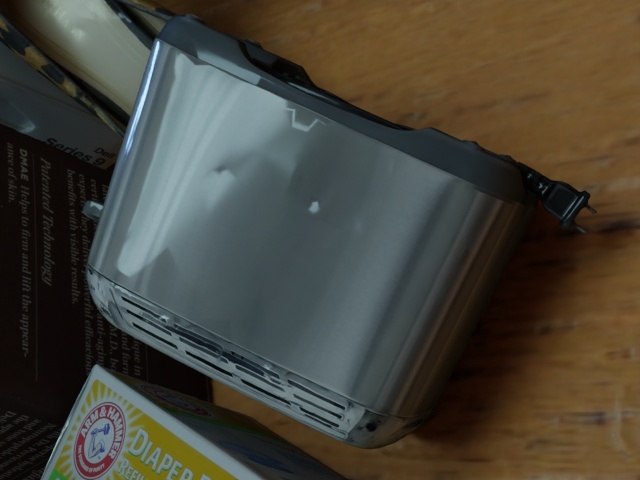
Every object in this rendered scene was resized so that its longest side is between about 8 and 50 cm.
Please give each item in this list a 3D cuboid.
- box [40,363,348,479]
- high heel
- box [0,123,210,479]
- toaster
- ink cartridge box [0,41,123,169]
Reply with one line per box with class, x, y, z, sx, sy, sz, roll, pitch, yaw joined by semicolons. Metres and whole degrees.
box;-0.039;0.151;0.815;0.203;0.114;0.103;26;91;50
high heel;-0.098;-0.086;0.926;0.093;0.186;0.261;-57;43;9
box;-0.192;0.052;0.948;0.168;0.203;0.167;-30;53;33
toaster;0.000;0.000;0.808;0.227;0.129;0.146;25;96;13
ink cartridge box;-0.232;-0.187;1.090;0.121;0.211;0.289;-31;52;35
